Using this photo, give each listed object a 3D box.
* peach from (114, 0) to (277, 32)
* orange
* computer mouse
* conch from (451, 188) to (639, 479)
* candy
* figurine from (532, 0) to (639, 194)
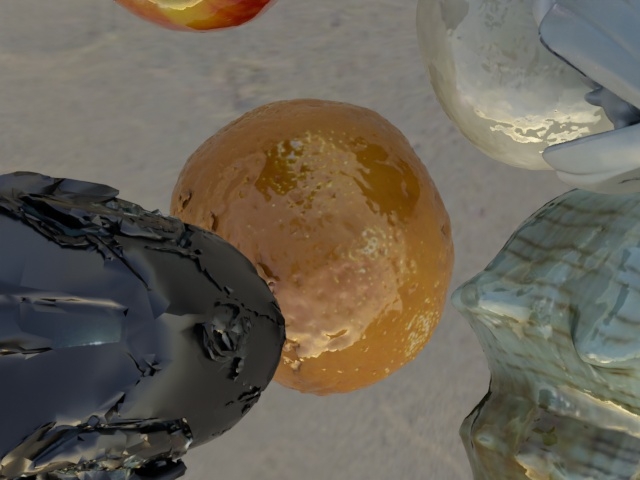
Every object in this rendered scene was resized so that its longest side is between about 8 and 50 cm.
[{"bbox_3d":[-0.112,-0.332,1.455,0.238,0.281,0.281,-5,98,22],"label":"peach"},{"bbox_3d":[0.000,0.000,1.728,0.293,0.340,0.340,-34,93,-13],"label":"orange"},{"bbox_3d":[-0.127,0.037,0.606,0.241,0.077,0.146,-2,75,-15],"label":"computer mouse"},{"bbox_3d":[0.163,0.038,0.899,0.169,0.203,0.386,11,101,-7],"label":"conch"},{"bbox_3d":[0.240,-0.209,1.585,0.295,0.185,0.295,-4,103,-16],"label":"candy"},{"bbox_3d":[0.127,-0.067,0.584,0.094,0.082,0.086,-6,77,-7],"label":"figurine"}]
